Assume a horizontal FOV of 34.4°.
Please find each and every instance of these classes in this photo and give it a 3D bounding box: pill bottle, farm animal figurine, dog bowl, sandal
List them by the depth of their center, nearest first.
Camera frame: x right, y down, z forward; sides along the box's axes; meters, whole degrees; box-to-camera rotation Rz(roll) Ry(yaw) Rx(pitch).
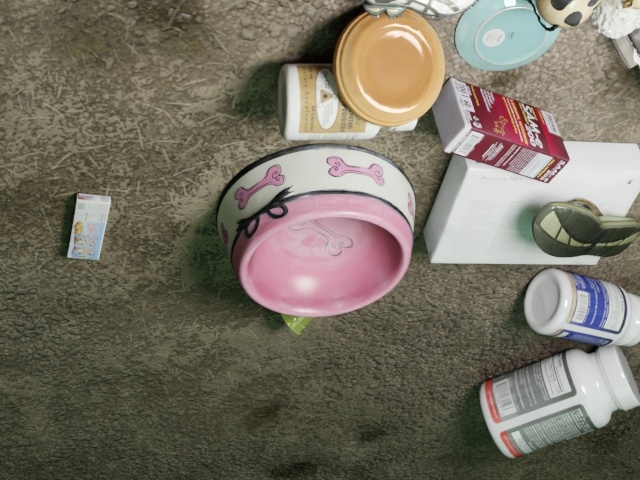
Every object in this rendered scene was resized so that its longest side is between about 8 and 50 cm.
[{"bbox_3d":[0.420,-0.445,1.555,0.330,0.172,0.326,8,139,-20],"label":"farm animal figurine"},{"bbox_3d":[0.046,-0.238,1.774,0.229,0.131,0.131,-2,141,-9],"label":"pill bottle"},{"bbox_3d":[0.509,-0.029,2.022,0.303,0.086,0.120,8,134,-43],"label":"sandal"},{"bbox_3d":[0.000,0.000,2.049,0.408,0.150,0.408,-6,141,-5],"label":"dog bowl"},{"bbox_3d":[0.612,0.161,2.364,0.265,0.153,0.153,14,136,-26],"label":"pill bottle"},{"bbox_3d":[0.604,0.398,2.612,0.363,0.210,0.210,-24,139,18],"label":"pill bottle"}]

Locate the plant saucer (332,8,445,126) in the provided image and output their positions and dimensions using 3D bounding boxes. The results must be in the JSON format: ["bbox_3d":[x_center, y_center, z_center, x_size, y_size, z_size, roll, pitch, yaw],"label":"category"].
[{"bbox_3d":[0.119,-0.287,1.700,0.200,0.037,0.200,-2,97,-20],"label":"plant saucer"}]

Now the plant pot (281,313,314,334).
[{"bbox_3d":[-0.038,0.153,2.299,0.079,0.083,0.083,-37,135,12],"label":"plant pot"}]

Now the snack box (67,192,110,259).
[{"bbox_3d":[-0.456,-0.025,2.030,0.064,0.022,0.178,5,140,-18],"label":"snack box"}]

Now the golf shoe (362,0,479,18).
[{"bbox_3d":[0.164,-0.405,1.634,0.198,0.077,0.094,-7,141,-5],"label":"golf shoe"}]

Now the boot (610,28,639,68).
[{"bbox_3d":[0.647,-0.330,1.760,0.229,0.091,0.263,-32,109,27],"label":"boot"}]

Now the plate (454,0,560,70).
[{"bbox_3d":[0.324,-0.356,1.769,0.188,0.024,0.188,-6,142,-5],"label":"plate"}]

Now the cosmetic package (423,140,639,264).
[{"bbox_3d":[0.426,-0.073,2.082,0.377,0.097,0.284,1,142,-13],"label":"cosmetic package"}]

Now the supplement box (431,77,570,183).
[{"bbox_3d":[0.327,-0.198,1.880,0.239,0.130,0.073,14,136,-27],"label":"supplement box"}]
